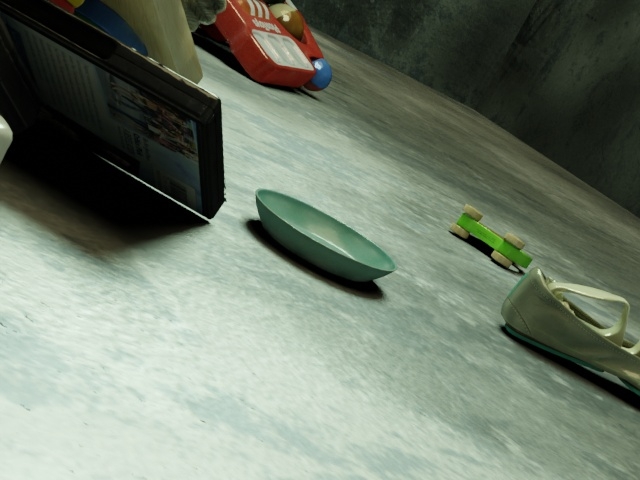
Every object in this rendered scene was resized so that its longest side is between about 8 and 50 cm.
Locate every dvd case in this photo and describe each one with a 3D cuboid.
[{"bbox_3d":[-0.172,-0.109,0.857,0.253,0.022,0.180,30,-17,6],"label":"dvd case"}]

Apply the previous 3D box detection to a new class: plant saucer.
[{"bbox_3d":[0.000,0.000,0.999,0.119,0.021,0.119,28,11,-6],"label":"plant saucer"}]

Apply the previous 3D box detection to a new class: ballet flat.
[{"bbox_3d":[0.251,0.088,1.109,0.213,0.068,0.072,28,11,-7],"label":"ballet flat"}]

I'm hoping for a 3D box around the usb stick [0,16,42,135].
[{"bbox_3d":[-0.210,-0.135,0.728,0.077,0.045,0.278,37,-14,14],"label":"usb stick"}]

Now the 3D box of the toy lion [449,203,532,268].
[{"bbox_3d":[0.191,0.001,1.465,0.100,0.034,0.096,37,6,36],"label":"toy lion"}]

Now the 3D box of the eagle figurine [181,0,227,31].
[{"bbox_3d":[-0.259,-0.340,1.477,0.298,0.226,0.225,33,-10,44],"label":"eagle figurine"}]

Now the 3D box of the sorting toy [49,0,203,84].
[{"bbox_3d":[-0.226,-0.190,0.919,0.255,0.089,0.257,28,-17,14],"label":"sorting toy"}]

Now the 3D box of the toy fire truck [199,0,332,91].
[{"bbox_3d":[-0.092,-0.319,1.947,0.254,0.169,0.302,56,18,10],"label":"toy fire truck"}]

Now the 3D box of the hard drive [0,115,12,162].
[{"bbox_3d":[-0.319,-0.108,0.635,0.203,0.040,0.307,35,12,29],"label":"hard drive"}]
